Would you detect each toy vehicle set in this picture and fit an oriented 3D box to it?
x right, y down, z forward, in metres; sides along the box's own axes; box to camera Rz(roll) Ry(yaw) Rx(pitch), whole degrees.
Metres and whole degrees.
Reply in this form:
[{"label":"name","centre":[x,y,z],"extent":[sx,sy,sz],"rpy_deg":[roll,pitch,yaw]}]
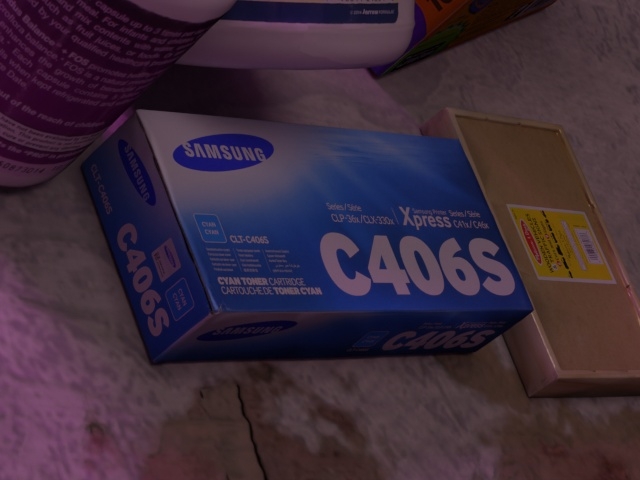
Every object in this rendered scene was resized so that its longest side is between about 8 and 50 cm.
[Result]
[{"label":"toy vehicle set","centre":[0.197,0.010,1.622],"extent":[0.166,0.035,0.267],"rpy_deg":[5,56,-44]}]

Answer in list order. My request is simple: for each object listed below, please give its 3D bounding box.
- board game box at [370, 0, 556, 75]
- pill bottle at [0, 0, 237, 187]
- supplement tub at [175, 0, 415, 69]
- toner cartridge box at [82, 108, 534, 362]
[{"label":"board game box","centre":[0.151,-0.421,1.670],"extent":[0.356,0.356,0.356],"rpy_deg":[55,36,5]},{"label":"pill bottle","centre":[-0.147,-0.178,1.191],"extent":[0.169,0.301,0.169],"rpy_deg":[28,42,-29]},{"label":"supplement tub","centre":[-0.042,-0.295,1.349],"extent":[0.235,0.235,0.325],"rpy_deg":[-10,106,-50]},{"label":"toner cartridge box","centre":[0.000,0.000,1.388],"extent":[0.347,0.075,0.165],"rpy_deg":[1,58,-46]}]
